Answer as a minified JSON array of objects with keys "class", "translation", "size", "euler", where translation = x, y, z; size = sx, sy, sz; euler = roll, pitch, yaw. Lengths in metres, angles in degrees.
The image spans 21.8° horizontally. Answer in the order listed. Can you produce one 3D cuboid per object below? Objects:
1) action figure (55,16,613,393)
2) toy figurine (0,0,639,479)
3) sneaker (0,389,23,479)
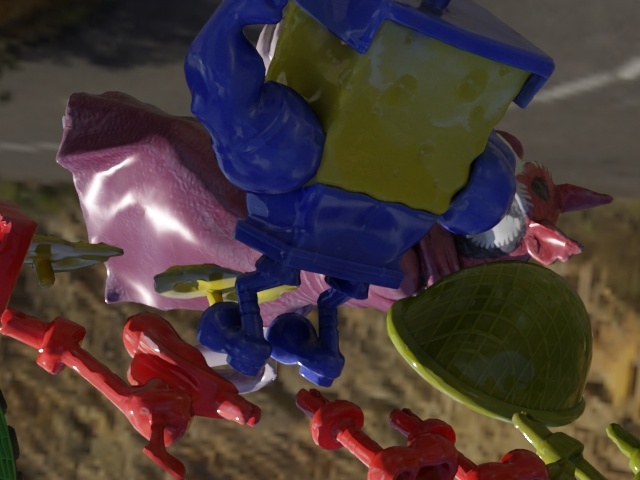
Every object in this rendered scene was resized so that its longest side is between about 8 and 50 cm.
[{"class":"action figure","translation":[0.000,0.000,0.996],"size":[0.370,0.275,0.248],"euler":[9,-171,42]},{"class":"toy figurine","translation":[0.056,-0.026,0.694],"size":[0.362,0.217,0.191],"euler":[13,-164,-40]},{"class":"sneaker","translation":[-0.230,0.053,0.707],"size":[0.134,0.343,0.146],"euler":[-11,-178,22]}]
